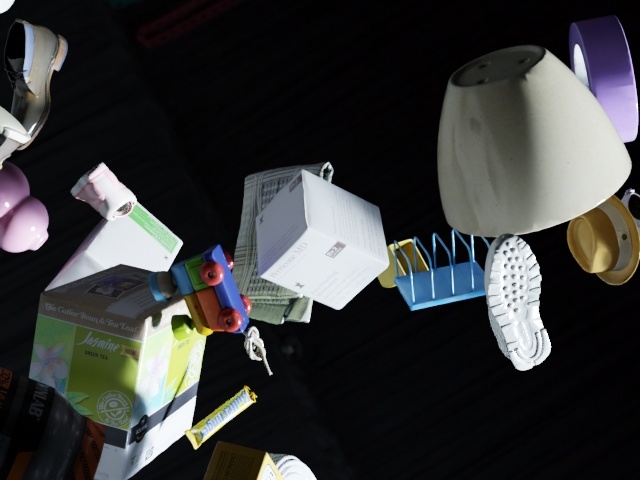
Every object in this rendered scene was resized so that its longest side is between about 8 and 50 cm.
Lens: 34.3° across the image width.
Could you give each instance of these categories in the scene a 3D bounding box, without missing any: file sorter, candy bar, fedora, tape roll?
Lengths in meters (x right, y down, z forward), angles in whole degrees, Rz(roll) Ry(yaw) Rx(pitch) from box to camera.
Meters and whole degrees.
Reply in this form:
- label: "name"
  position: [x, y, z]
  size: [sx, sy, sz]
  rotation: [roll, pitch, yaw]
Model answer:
- label: "file sorter"
  position: [0.236, 0.047, 1.993]
  size: [0.118, 0.170, 0.104]
  rotation: [-116, -163, -61]
- label: "candy bar"
  position: [-0.190, 0.337, 1.989]
  size: [0.040, 0.161, 0.018]
  rotation: [54, -28, 1]
- label: "fedora"
  position: [0.541, -0.001, 2.032]
  size: [0.194, 0.079, 0.194]
  rotation: [47, -36, 50]
- label: "tape roll"
  position: [0.608, -0.342, 2.238]
  size: [0.275, 0.090, 0.274]
  rotation: [-11, 90, -83]

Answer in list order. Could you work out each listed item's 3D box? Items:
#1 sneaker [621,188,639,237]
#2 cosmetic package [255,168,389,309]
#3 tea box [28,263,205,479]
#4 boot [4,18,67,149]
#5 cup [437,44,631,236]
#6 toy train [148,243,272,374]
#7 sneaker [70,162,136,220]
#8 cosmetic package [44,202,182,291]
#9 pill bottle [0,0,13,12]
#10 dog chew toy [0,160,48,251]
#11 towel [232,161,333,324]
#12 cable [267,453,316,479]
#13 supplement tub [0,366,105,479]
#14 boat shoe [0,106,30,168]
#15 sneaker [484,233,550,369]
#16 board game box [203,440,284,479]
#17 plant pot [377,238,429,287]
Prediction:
- label: "sneaker"
  position: [0.720, 0.000, 2.183]
  size: [0.281, 0.105, 0.115]
  rotation: [44, -28, 38]
- label: "cosmetic package"
  position: [0.000, 0.000, 1.857]
  size: [0.184, 0.151, 0.151]
  rotation: [24, 39, -29]
- label: "tea box"
  position: [-0.383, 0.241, 1.985]
  size: [0.329, 0.220, 0.323]
  rotation: [-31, 132, -72]
- label: "boot"
  position: [-0.517, -0.272, 1.781]
  size: [0.082, 0.219, 0.106]
  rotation: [11, -9, 26]
- label: "cup"
  position: [0.334, -0.192, 1.763]
  size: [0.331, 0.331, 0.236]
  rotation: [-124, -170, -67]
- label: "toy train"
  position: [-0.194, 0.143, 1.806]
  size: [0.105, 0.144, 0.247]
  rotation: [-61, 132, -74]
- label: "sneaker"
  position: [-0.270, -0.054, 1.297]
  size: [0.070, 0.051, 0.134]
  rotation: [50, -15, -9]
- label: "cosmetic package"
  position: [-0.478, 0.060, 2.446]
  size: [0.197, 0.155, 0.365]
  rotation: [42, 19, -13]
- label: "pill bottle"
  position: [-0.568, -0.427, 1.709]
  size: [0.120, 0.067, 0.067]
  rotation: [25, -11, 13]
- label: "dog chew toy"
  position: [-0.723, -0.103, 2.217]
  size: [0.332, 0.206, 0.206]
  rotation: [42, -1, -3]
- label: "towel"
  position: [-0.097, 0.007, 2.104]
  size: [0.312, 0.056, 0.324]
  rotation: [-1, -101, 55]
- label: "cable"
  position: [-0.081, 0.495, 1.768]
  size: [0.257, 0.089, 0.257]
  rotation: [-65, 143, -47]
- label: "supplement tub"
  position: [-0.426, 0.231, 1.204]
  size: [0.316, 0.193, 0.193]
  rotation: [25, 10, -18]
- label: "boat shoe"
  position: [-0.488, -0.143, 1.457]
  size: [0.117, 0.096, 0.324]
  rotation: [38, 2, -14]
- label: "sneaker"
  position: [0.288, 0.088, 1.605]
  size: [0.095, 0.090, 0.235]
  rotation: [-122, -163, -61]
- label: "board game box"
  position: [-0.087, 0.412, 1.209]
  size: [0.316, 0.064, 0.242]
  rotation: [68, 35, -53]
- label: "plant pot"
  position: [0.160, 0.056, 2.181]
  size: [0.082, 0.083, 0.081]
  rotation: [-15, 73, -47]
